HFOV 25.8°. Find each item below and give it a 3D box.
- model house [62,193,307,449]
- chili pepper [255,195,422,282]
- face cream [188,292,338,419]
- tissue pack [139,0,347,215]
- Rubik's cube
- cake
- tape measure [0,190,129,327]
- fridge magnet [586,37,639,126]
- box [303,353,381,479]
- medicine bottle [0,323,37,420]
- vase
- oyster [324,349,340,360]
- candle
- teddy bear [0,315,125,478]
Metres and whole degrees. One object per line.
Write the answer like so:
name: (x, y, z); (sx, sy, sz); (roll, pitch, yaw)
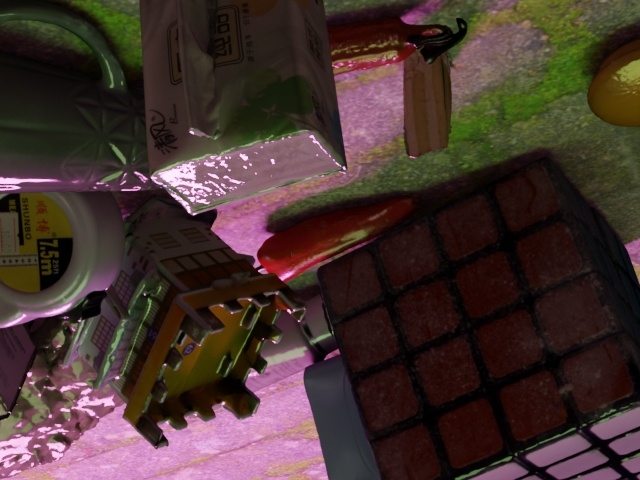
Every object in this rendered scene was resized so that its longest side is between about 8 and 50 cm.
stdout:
model house: (-0.171, 0.095, 1.667); (0.198, 0.215, 0.224); (-14, 136, -52)
chili pepper: (0.000, 0.000, 1.755); (0.272, 0.071, 0.063); (-24, 109, 20)
face cream: (-0.089, 0.169, 1.966); (0.314, 0.089, 0.143); (-30, 148, 14)
tissue pack: (-0.082, -0.166, 1.243); (0.159, 0.229, 0.145); (-15, 151, 14)
Rubik's cube: (0.243, 0.153, 1.763); (0.343, 0.345, 0.337); (-24, 152, 17)
cake: (0.114, -0.139, 1.454); (0.052, 0.121, 0.065); (-6, 161, 12)
tape measure: (-0.300, 0.003, 1.549); (0.178, 0.196, 0.105); (1, -175, 19)
fridge magnet: (0.357, -0.172, 1.504); (0.143, 0.063, 0.143); (-7, 152, -3)
box: (0.069, 0.249, 1.919); (0.130, 0.227, 0.162); (-16, 169, 13)
medicine bottle: (-0.405, 0.089, 1.640); (0.052, 0.171, 0.201); (-17, 115, 8)
vase: (-0.275, -0.122, 1.401); (0.300, 0.156, 0.251); (5, 125, -32)
oyster: (0.079, 0.234, 2.107); (0.201, 0.107, 0.354); (-25, 130, 21)
candle: (0.001, -0.183, 1.415); (0.301, 0.059, 0.084); (-10, 164, 10)
teddy bear: (-0.376, 0.172, 1.903); (0.367, 0.224, 0.357); (-25, 149, 2)
